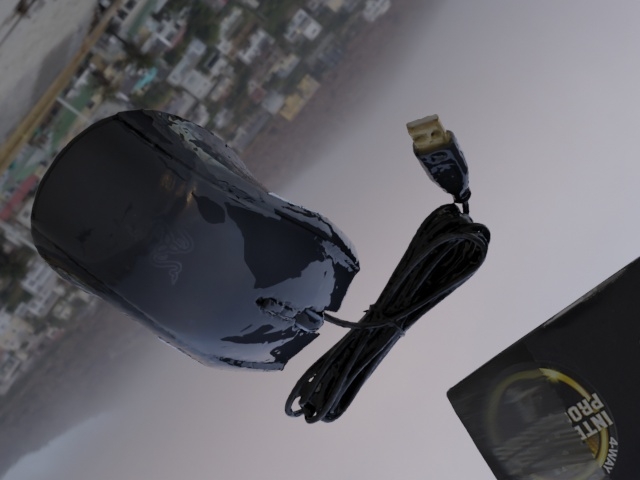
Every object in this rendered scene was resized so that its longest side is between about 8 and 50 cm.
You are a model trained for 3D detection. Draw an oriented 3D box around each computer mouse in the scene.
[{"bbox_3d":[0.000,0.000,0.460,0.184,0.262,0.060,-48,-134,0],"label":"computer mouse"}]

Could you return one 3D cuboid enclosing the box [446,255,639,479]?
[{"bbox_3d":[0.291,-0.012,0.482,0.395,0.097,0.318,-16,160,-48],"label":"box"}]
